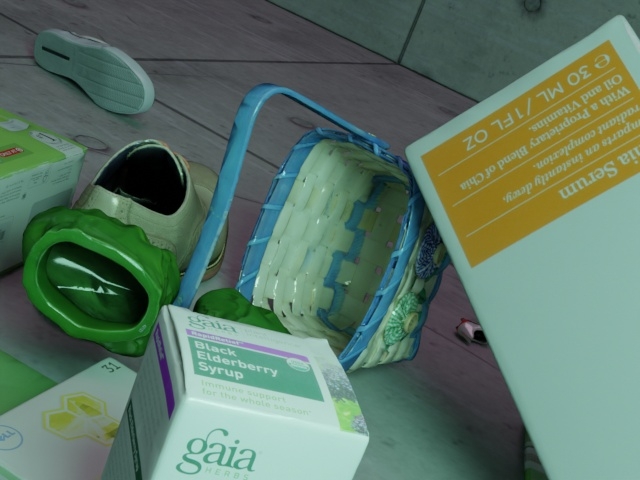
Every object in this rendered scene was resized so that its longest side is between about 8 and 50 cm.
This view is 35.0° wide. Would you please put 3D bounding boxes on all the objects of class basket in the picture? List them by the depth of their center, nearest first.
[{"bbox_3d":[0.000,0.000,0.998,0.289,0.255,0.201,14,9,-42],"label":"basket"}]

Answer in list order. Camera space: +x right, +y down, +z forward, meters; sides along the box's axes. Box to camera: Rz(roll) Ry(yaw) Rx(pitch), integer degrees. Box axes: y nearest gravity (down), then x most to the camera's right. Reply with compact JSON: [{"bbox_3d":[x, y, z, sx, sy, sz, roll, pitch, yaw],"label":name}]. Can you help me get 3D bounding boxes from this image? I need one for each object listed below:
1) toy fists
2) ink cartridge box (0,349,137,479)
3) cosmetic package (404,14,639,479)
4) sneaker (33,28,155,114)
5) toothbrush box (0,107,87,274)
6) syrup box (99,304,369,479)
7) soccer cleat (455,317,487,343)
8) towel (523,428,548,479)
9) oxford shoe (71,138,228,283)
[{"bbox_3d":[-0.118,0.067,0.825,0.279,0.096,0.142,32,9,-11],"label":"toy fists"},{"bbox_3d":[-0.207,0.131,0.735,0.235,0.056,0.171,30,22,15],"label":"ink cartridge box"},{"bbox_3d":[0.266,0.067,0.833,0.161,0.230,0.453,31,32,-54],"label":"cosmetic package"},{"bbox_3d":[-0.334,-0.271,1.580,0.258,0.094,0.091,33,27,29],"label":"sneaker"},{"bbox_3d":[-0.403,-0.075,0.961,0.283,0.122,0.206,26,20,8],"label":"toothbrush box"},{"bbox_3d":[-0.069,0.161,0.526,0.093,0.237,0.096,15,21,-20],"label":"syrup box"},{"bbox_3d":[0.204,0.113,1.250,0.083,0.029,0.035,4,35,-34],"label":"soccer cleat"},{"bbox_3d":[0.254,0.231,1.010,0.113,0.023,0.152,22,22,6],"label":"towel"},{"bbox_3d":[-0.161,-0.036,1.072,0.140,0.146,0.397,21,19,-1],"label":"oxford shoe"}]
